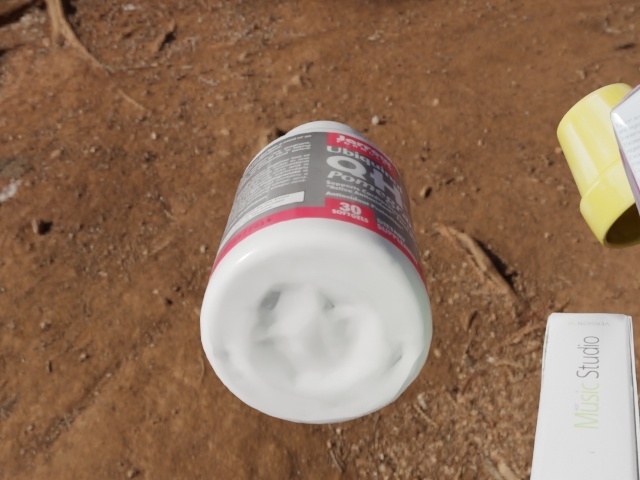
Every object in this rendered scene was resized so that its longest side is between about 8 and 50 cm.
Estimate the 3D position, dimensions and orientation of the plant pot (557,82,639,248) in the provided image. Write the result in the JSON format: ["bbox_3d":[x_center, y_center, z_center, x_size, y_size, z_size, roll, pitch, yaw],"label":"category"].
[{"bbox_3d":[0.573,-0.151,1.314,0.254,0.254,0.239,-14,58,-18],"label":"plant pot"}]

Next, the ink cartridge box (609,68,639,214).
[{"bbox_3d":[0.326,-0.034,0.650,0.071,0.330,0.324,-23,-10,23],"label":"ink cartridge box"}]

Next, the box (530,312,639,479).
[{"bbox_3d":[0.168,0.238,0.423,0.058,0.322,0.232,-4,25,23],"label":"box"}]

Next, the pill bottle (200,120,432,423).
[{"bbox_3d":[0.000,0.000,0.658,0.176,0.176,0.318,1,28,1],"label":"pill bottle"}]
